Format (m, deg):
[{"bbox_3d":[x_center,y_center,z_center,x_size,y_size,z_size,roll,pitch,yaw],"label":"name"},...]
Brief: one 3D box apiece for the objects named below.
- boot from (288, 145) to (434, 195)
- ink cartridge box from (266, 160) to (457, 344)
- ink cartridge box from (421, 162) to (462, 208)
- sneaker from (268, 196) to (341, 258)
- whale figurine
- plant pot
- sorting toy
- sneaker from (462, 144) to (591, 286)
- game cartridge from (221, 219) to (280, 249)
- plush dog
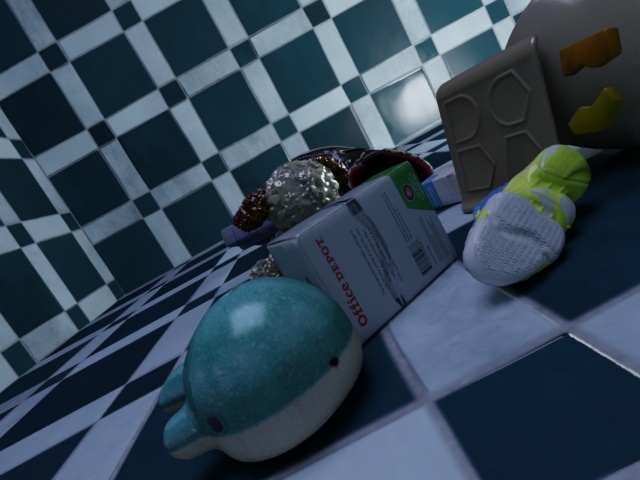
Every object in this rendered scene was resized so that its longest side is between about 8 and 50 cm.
[{"bbox_3d":[0.087,-0.163,1.070,0.378,0.138,0.284,4,11,3],"label":"boot"},{"bbox_3d":[0.058,0.014,0.561,0.208,0.153,0.087,-34,11,-31],"label":"ink cartridge box"},{"bbox_3d":[0.298,-0.126,0.846,0.104,0.061,0.181,-37,13,-36],"label":"ink cartridge box"},{"bbox_3d":[0.000,0.000,0.964,0.292,0.110,0.118,-29,20,26],"label":"sneaker"},{"bbox_3d":[-0.089,0.122,0.461,0.272,0.141,0.216,-19,14,44],"label":"whale figurine"},{"bbox_3d":[0.431,-0.239,0.608,0.284,0.284,0.190,-28,47,6],"label":"plant pot"},{"bbox_3d":[0.291,-0.163,0.627,0.041,0.228,0.307,-15,5,-20],"label":"sorting toy"},{"bbox_3d":[0.225,-0.015,0.516,0.240,0.091,0.126,-37,-7,-29],"label":"sneaker"},{"bbox_3d":[-0.068,-0.045,1.157,0.230,0.068,0.355,-20,-8,22],"label":"game cartridge"},{"bbox_3d":[-0.016,-0.030,0.760,0.263,0.225,0.211,-33,11,-25],"label":"plush dog"}]
